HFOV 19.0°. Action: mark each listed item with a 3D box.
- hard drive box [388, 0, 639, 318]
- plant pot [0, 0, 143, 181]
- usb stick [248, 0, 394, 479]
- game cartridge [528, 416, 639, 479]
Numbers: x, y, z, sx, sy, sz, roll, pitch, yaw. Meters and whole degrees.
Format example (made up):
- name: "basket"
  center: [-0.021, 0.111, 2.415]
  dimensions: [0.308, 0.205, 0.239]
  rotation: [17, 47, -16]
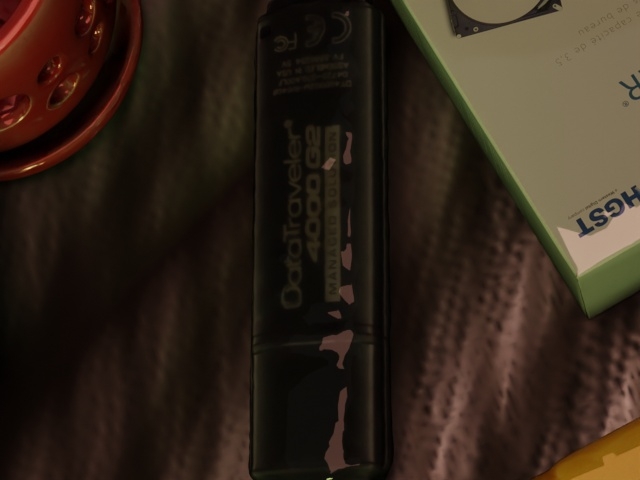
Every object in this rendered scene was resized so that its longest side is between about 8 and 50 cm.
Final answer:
- name: "hard drive box"
  center: [0.154, -0.108, 0.994]
  dimensions: [0.181, 0.089, 0.232]
  rotation: [-31, 71, 1]
- name: "plant pot"
  center: [-0.199, -0.129, 1.024]
  dimensions: [0.191, 0.174, 0.191]
  rotation: [-3, 73, 10]
- name: "usb stick"
  center: [0.000, 0.000, 1.015]
  dimensions: [0.077, 0.045, 0.278]
  rotation: [-5, 73, 17]
- name: "game cartridge"
  center: [0.154, 0.244, 0.908]
  dimensions: [0.324, 0.052, 0.285]
  rotation: [-30, 70, 2]
